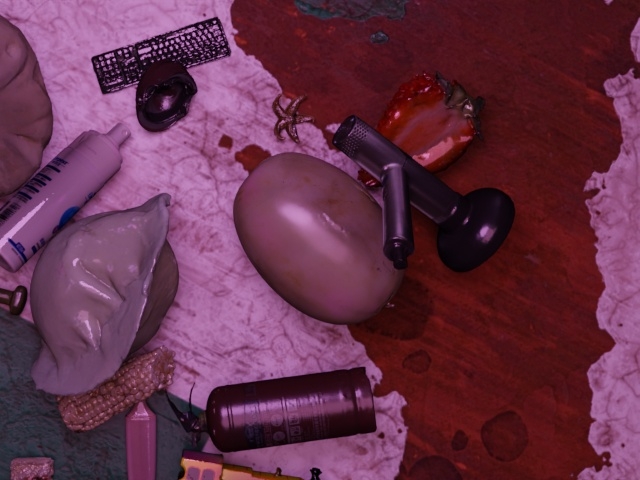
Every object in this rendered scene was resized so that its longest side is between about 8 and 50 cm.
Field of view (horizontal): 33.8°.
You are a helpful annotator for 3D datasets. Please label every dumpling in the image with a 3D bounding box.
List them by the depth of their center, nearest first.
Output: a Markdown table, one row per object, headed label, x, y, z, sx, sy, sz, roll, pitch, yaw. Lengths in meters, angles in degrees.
| label | x | y | z | sx | sy | sz | roll | pitch | yaw |
| --- | --- | --- | --- | --- | --- | --- | --- | --- | --- |
| dumpling | -0.330 | 0.083 | 1.702 | 0.270 | 0.212 | 0.320 | 11 | 104 | 31 |

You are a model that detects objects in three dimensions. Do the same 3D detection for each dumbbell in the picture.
| label | x | y | z | sx | sy | sz | roll | pitch | yaw |
| --- | --- | --- | --- | --- | --- | --- | --- | --- | --- |
| dumbbell | -0.549 | 0.088 | 1.750 | 0.118 | 0.046 | 0.052 | 15 | 84 | -6 |

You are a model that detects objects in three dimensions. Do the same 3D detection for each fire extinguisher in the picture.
| label | x | y | z | sx | sy | sz | roll | pitch | yaw |
| --- | --- | --- | --- | --- | --- | --- | --- | --- | --- |
| fire extinguisher | -0.082 | 0.280 | 1.759 | 0.338 | 0.114 | 0.135 | -8 | 107 | -5 |

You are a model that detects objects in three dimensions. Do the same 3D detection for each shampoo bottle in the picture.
| label | x | y | z | sx | sy | sz | roll | pitch | yaw |
| --- | --- | --- | --- | --- | --- | --- | --- | --- | --- |
| shampoo bottle | -0.421 | -0.082 | 1.711 | 0.092 | 0.092 | 0.303 | 44 | 66 | -4 |

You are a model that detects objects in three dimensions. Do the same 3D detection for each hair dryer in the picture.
| label | x | y | z | sx | sy | sz | roll | pitch | yaw |
| --- | --- | --- | --- | --- | --- | --- | --- | --- | --- |
| hair dryer | 0.150 | -0.020 | 1.669 | 0.320 | 0.156 | 0.284 | 27 | 50 | -29 |

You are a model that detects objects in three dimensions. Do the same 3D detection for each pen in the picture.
| label | x | y | z | sx | sy | sz | roll | pitch | yaw |
| --- | --- | --- | --- | --- | --- | --- | --- | --- | --- |
| pen | -0.304 | 0.343 | 1.783 | 0.053 | 0.032 | 0.197 | 0 | 93 | -4 |

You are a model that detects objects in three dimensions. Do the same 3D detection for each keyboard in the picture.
| label | x | y | z | sx | sy | sz | roll | pitch | yaw |
| --- | --- | --- | --- | --- | --- | --- | --- | --- | --- |
| keyboard | -0.270 | -0.315 | 1.785 | 0.231 | 0.023 | 0.072 | -19 | 90 | -5 |

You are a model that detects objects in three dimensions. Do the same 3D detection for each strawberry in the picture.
| label | x | y | z | sx | sy | sz | roll | pitch | yaw |
| --- | --- | --- | --- | --- | --- | --- | --- | --- | --- |
| strawberry | 0.167 | -0.178 | 1.796 | 0.174 | 0.098 | 0.228 | 29 | 108 | -25 |

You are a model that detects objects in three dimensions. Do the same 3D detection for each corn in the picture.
| label | x | y | z | sx | sy | sz | roll | pitch | yaw |
| --- | --- | --- | --- | --- | --- | --- | --- | --- | --- |
| corn | -0.334 | 0.247 | 1.738 | 0.211 | 0.087 | 0.087 | -24 | 93 | 7 |

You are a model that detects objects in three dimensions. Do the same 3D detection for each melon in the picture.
| label | x | y | z | sx | sy | sz | roll | pitch | yaw |
| --- | --- | --- | --- | --- | --- | --- | --- | --- | --- |
| melon | 0.000 | 0.000 | 1.713 | 0.317 | 0.223 | 0.223 | 43 | 87 | -2 |

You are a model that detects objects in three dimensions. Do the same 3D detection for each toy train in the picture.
| label | x | y | z | sx | sy | sz | roll | pitch | yaw |
| --- | --- | --- | --- | --- | --- | --- | --- | --- | --- |
| toy train | -0.113 | 0.445 | 1.767 | 0.296 | 0.100 | 0.160 | 12 | 88 | -6 |

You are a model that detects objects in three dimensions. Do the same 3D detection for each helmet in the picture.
| label | x | y | z | sx | sy | sz | roll | pitch | yaw |
| --- | --- | --- | --- | --- | --- | --- | --- | --- | --- |
| helmet | -0.265 | -0.249 | 1.755 | 0.123 | 0.098 | 0.070 | -50 | 53 | 30 |

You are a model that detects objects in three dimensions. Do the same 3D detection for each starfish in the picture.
| label | x | y | z | sx | sy | sz | roll | pitch | yaw |
| --- | --- | --- | --- | --- | --- | --- | --- | --- | --- |
| starfish | -0.050 | -0.213 | 1.804 | 0.078 | 0.028 | 0.091 | 31 | 85 | -11 |

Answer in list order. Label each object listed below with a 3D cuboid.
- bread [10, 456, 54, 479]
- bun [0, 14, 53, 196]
| label | x | y | z | sx | sy | sz | roll | pitch | yaw |
| --- | --- | --- | --- | --- | --- | --- | --- | --- | --- |
| bread | -0.485 | 0.405 | 1.764 | 0.070 | 0.035 | 0.083 | 4 | 93 | -4 |
| bun | -0.580 | -0.212 | 1.620 | 0.360 | 0.211 | 0.359 | -8 | 106 | -28 |
